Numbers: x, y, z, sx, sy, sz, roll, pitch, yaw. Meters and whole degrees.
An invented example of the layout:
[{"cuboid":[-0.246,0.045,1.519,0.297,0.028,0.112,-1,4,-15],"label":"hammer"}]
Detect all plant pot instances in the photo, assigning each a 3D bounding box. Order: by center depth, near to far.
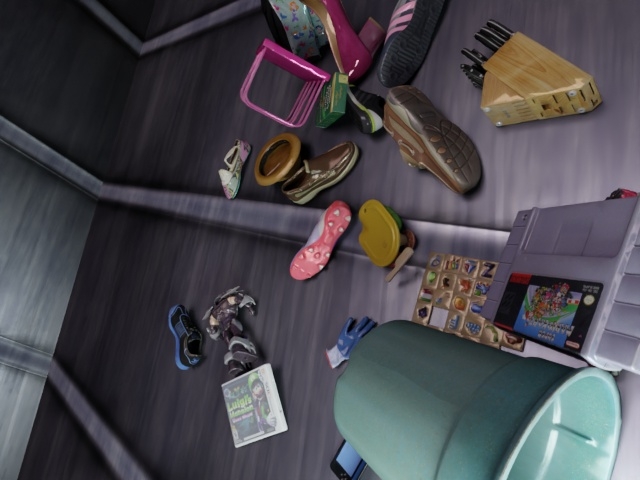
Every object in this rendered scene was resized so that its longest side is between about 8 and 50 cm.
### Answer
[{"cuboid":[0.216,0.295,0.690,0.334,0.341,0.340,19,86,53],"label":"plant pot"}]

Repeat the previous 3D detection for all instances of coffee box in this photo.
[{"cuboid":[0.030,-0.402,1.259,0.184,0.041,0.113,-170,86,-75],"label":"coffee box"}]

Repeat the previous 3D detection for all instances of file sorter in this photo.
[{"cuboid":[-0.127,-0.466,1.329,0.182,0.202,0.290,-63,19,11],"label":"file sorter"}]

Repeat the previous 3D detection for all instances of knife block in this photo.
[{"cuboid":[0.432,-0.375,0.913,0.276,0.088,0.241,2,75,44],"label":"knife block"}]

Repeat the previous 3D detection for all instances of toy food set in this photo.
[{"cuboid":[0.166,-0.005,1.032,0.217,0.071,0.128,62,140,41],"label":"toy food set"}]

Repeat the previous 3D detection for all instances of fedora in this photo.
[{"cuboid":[-0.124,-0.248,1.385,0.195,0.079,0.194,-18,58,31],"label":"fedora"}]

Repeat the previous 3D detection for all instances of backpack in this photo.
[{"cuboid":[-0.090,-0.731,1.434,0.191,0.253,0.225,-32,50,5],"label":"backpack"}]

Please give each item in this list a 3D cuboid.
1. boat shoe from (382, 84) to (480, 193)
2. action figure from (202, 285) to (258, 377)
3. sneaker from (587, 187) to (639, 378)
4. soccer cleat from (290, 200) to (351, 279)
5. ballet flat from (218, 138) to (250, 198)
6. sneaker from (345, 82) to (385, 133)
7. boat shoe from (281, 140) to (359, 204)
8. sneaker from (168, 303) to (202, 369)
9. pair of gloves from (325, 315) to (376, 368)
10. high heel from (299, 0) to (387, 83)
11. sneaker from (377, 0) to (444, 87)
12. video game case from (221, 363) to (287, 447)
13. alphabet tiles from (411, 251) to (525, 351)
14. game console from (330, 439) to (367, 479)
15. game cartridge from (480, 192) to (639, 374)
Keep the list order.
[{"cuboid":[0.251,-0.226,1.019,0.324,0.123,0.116,63,151,29],"label":"boat shoe"},{"cuboid":[-0.266,0.261,1.299,0.185,0.099,0.285,-52,42,23],"label":"action figure"},{"cuboid":[0.480,0.070,0.671,0.112,0.121,0.298,15,91,17],"label":"sneaker"},{"cuboid":[0.000,0.000,1.181,0.248,0.083,0.095,-56,16,17],"label":"soccer cleat"},{"cuboid":[-0.321,-0.265,1.575,0.077,0.079,0.221,12,82,44],"label":"ballet flat"},{"cuboid":[0.131,-0.375,1.221,0.097,0.084,0.234,-19,49,-3],"label":"sneaker"},{"cuboid":[-0.007,-0.197,1.243,0.257,0.095,0.095,-39,50,25],"label":"boat shoe"},{"cuboid":[-0.445,0.309,1.458,0.091,0.081,0.232,-35,59,24],"label":"sneaker"},{"cuboid":[0.091,0.277,1.008,0.159,0.023,0.198,-43,50,19],"label":"pair of gloves"},{"cuboid":[0.000,-0.635,1.264,0.377,0.127,0.181,37,93,1],"label":"high heel"},{"cuboid":[0.227,-0.557,1.186,0.318,0.112,0.131,-64,28,-1],"label":"sneaker"},{"cuboid":[-0.184,0.445,1.170,0.190,0.022,0.173,-32,65,30],"label":"video game case"},{"cuboid":[0.302,0.133,0.881,0.237,0.009,0.198,10,80,44],"label":"alphabet tiles"},{"cuboid":[0.062,0.469,0.919,0.107,0.071,0.122,33,96,45],"label":"game console"},{"cuboid":[0.375,0.052,0.656,0.230,0.068,0.355,-64,6,-3],"label":"game cartridge"}]
